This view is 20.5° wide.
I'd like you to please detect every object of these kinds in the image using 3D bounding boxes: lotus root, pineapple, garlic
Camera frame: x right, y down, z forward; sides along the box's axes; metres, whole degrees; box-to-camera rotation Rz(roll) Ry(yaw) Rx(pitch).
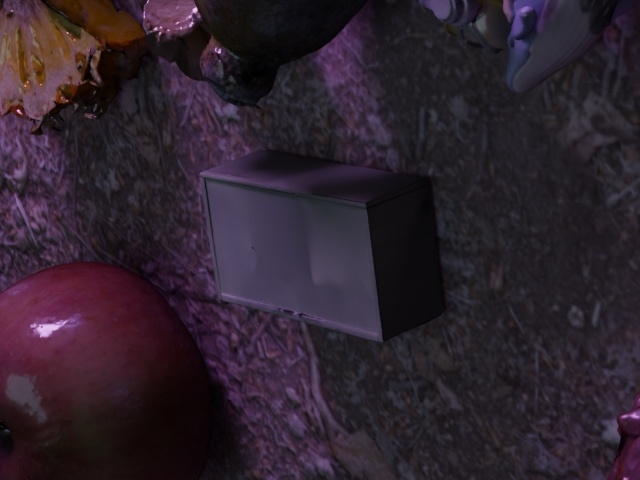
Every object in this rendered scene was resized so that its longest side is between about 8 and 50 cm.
[{"bbox_3d":[-0.024,-0.262,1.440,0.175,0.175,0.349,48,139,23],"label":"lotus root"},{"bbox_3d":[-0.271,-0.209,1.835,0.236,0.114,0.186,-13,98,42],"label":"pineapple"},{"bbox_3d":[-0.102,-0.195,1.632,0.194,0.127,0.131,93,162,-68],"label":"garlic"}]

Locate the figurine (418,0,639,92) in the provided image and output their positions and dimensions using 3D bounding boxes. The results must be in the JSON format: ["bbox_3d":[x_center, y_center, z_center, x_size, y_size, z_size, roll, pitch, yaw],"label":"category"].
[{"bbox_3d":[0.151,-0.211,1.301,0.184,0.128,0.208,15,111,49],"label":"figurine"}]

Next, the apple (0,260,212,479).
[{"bbox_3d":[-0.255,0.175,1.891,0.306,0.235,0.305,29,130,41],"label":"apple"}]

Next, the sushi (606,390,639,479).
[{"bbox_3d":[0.335,0.154,1.191,0.270,0.236,0.171,-123,49,-60],"label":"sushi"}]

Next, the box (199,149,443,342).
[{"bbox_3d":[0.000,0.000,1.616,0.225,0.086,0.129,13,117,46],"label":"box"}]
